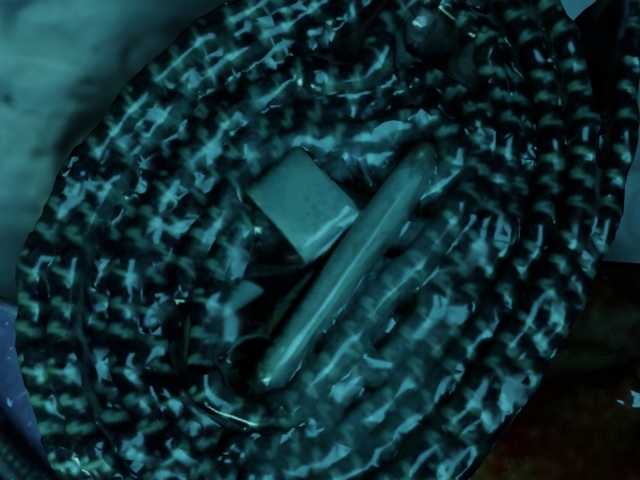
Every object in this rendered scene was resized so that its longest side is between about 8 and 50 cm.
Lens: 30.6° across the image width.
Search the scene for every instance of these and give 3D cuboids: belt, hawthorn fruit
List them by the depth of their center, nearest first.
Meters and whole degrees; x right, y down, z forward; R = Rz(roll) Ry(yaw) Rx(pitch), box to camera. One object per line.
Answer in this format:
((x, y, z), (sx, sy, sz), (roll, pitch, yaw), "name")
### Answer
((0.000, 0.000, 0.513), (0.206, 0.160, 0.295), (32, 79, -1), "belt")
((0.151, 0.165, 0.634), (0.254, 0.254, 0.300), (-6, 138, -25), "hawthorn fruit")

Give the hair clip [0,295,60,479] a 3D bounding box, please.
((-0.158, 0.090, 0.542), (0.124, 0.052, 0.195), (-39, 125, -3), "hair clip")
